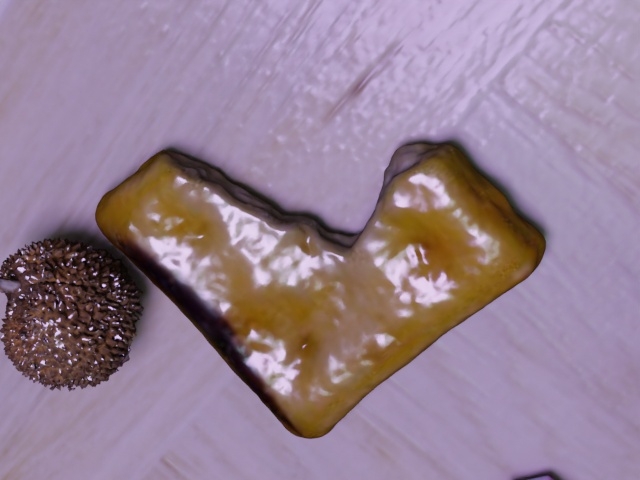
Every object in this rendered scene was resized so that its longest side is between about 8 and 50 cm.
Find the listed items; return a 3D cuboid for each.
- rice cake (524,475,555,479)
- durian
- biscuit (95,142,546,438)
[{"bbox_3d":[0.138,0.272,0.712,0.051,0.081,0.290,-3,110,26],"label":"rice cake"},{"bbox_3d":[-0.136,0.038,0.674,0.080,0.080,0.091,-41,142,21],"label":"durian"},{"bbox_3d":[0.000,0.000,0.660,0.183,0.039,0.174,-36,98,20],"label":"biscuit"}]
